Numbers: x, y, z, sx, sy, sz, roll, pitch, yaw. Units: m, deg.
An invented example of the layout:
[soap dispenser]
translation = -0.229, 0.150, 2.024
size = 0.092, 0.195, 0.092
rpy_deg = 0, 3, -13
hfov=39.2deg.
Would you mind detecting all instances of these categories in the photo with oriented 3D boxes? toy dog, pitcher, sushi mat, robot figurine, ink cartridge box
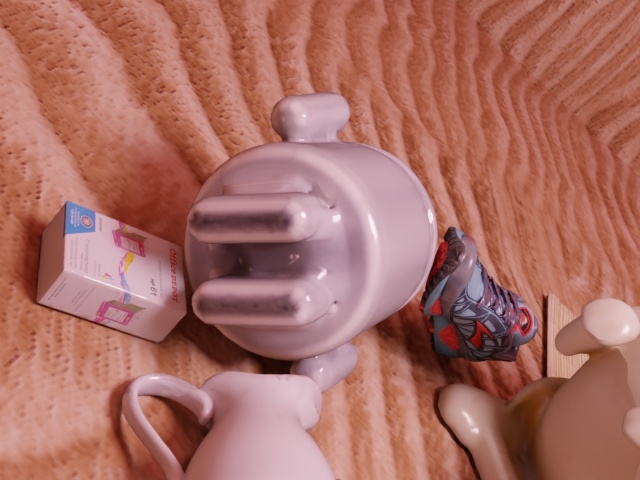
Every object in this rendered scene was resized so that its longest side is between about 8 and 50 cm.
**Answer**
[toy dog]
translation = 0.397, 0.208, 0.951
size = 0.395, 0.408, 0.284
rpy_deg = 29, 33, -25
[pitcher]
translation = -0.074, 0.184, 0.704
size = 0.177, 0.125, 0.207
rpy_deg = 13, 27, -13
[sushi mat]
translation = 0.393, 0.205, 1.350
size = 0.151, 0.019, 0.316
rpy_deg = 39, 30, -8
[robot figurine]
translation = 0.000, 0.000, 0.901
size = 0.353, 0.200, 0.300
rpy_deg = -14, 106, -68
[ink cartridge box]
translation = -0.185, 0.029, 0.807
size = 0.122, 0.052, 0.088
rpy_deg = 25, 34, -33

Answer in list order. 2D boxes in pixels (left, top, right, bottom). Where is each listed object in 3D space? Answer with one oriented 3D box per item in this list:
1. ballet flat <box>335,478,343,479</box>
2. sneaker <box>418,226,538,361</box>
[ballet flat]
translation = 0.030, 0.280, 0.740
size = 0.080, 0.073, 0.232
rpy_deg = 35, 30, -17
[sneaker]
translation = 0.192, 0.069, 1.039
size = 0.125, 0.104, 0.262
rpy_deg = 14, -20, 19
